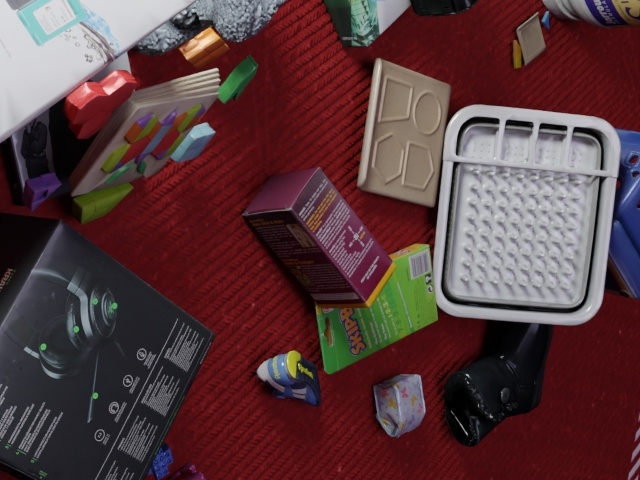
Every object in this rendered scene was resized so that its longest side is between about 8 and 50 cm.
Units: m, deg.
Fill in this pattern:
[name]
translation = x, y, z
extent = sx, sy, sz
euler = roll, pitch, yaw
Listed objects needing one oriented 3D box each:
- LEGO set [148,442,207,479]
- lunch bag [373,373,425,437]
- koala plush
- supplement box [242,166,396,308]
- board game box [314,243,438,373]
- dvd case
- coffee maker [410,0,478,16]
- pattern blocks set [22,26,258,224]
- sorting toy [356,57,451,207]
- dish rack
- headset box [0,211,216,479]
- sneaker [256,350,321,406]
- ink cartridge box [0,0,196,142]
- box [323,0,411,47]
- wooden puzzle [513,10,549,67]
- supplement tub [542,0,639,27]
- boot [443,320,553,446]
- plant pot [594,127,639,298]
[LEGO set]
translation = -0.216, 0.313, 1.414
extent = 0.227, 0.093, 0.087
euler = -31, 116, -41
[lunch bag]
translation = 0.120, 0.252, 1.798
extent = 0.071, 0.053, 0.083
euler = -16, 96, -47
[koala plush]
translation = -0.145, -0.359, 1.357
extent = 0.203, 0.196, 0.221
euler = -55, 131, -42
[supplement box]
translation = 0.000, 0.000, 1.580
extent = 0.188, 0.104, 0.081
euler = 51, 57, -26
[board game box]
translation = 0.079, 0.098, 1.748
extent = 0.259, 0.039, 0.124
euler = -22, 109, -46
[dvd case]
translation = -0.288, -0.177, 1.326
extent = 0.179, 0.029, 0.239
euler = -24, 111, -43
[coffee maker]
translation = 0.147, -0.403, 1.640
extent = 0.171, 0.120, 0.178
euler = -33, 120, -14
[pattern blocks set]
translation = -0.188, -0.116, 1.281
extent = 0.026, 0.285, 0.325
euler = 47, 42, 9
[sorting toy]
translation = 0.122, -0.157, 1.768
extent = 0.208, 0.038, 0.193
euler = 11, 87, -52
[dish rack]
translation = 0.317, -0.039, 1.879
extent = 0.285, 0.072, 0.333
euler = 5, 93, -9
[headset box]
translation = -0.291, 0.136, 1.286
extent = 0.283, 0.131, 0.246
euler = 41, 65, -41
[sneaker]
translation = -0.039, 0.192, 1.625
extent = 0.144, 0.059, 0.053
euler = 51, 26, -55
[ink cartridge box]
translation = -0.306, -0.242, 1.142
extent = 0.270, 0.198, 0.197
euler = -42, 118, -26
[box]
translation = 0.055, -0.465, 1.639
extent = 0.232, 0.058, 0.322
euler = -48, 126, -32
[wooden puzzle]
translation = 0.356, -0.342, 2.010
extent = 0.116, 0.014, 0.079
euler = -33, 122, -40
[supplement tub]
translation = 0.549, -0.477, 1.966
extent = 0.241, 0.331, 0.241
euler = -6, 99, -46
[boot]
translation = 0.290, 0.199, 1.941
extent = 0.207, 0.094, 0.247
euler = -16, 112, -49
[plant pot]
translation = 0.491, -0.043, 2.039
extent = 0.212, 0.236, 0.236
euler = -56, 132, -18
